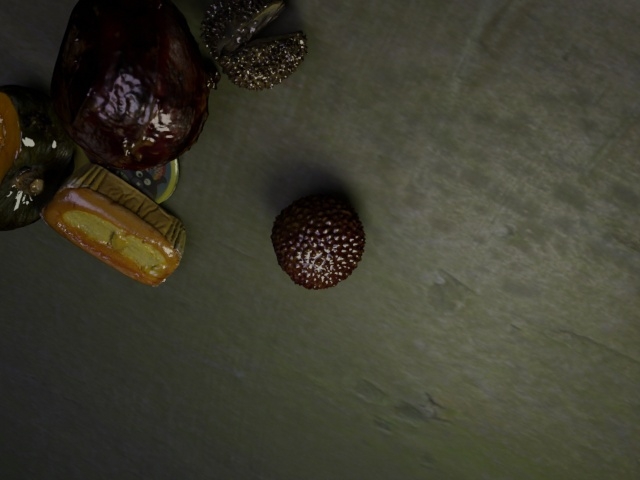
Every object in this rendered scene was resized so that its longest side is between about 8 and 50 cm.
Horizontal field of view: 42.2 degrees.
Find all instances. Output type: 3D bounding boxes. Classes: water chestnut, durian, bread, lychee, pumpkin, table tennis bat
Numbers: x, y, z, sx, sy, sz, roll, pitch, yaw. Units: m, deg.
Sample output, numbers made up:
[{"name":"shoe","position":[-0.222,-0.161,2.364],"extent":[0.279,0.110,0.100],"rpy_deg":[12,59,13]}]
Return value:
[{"name":"water chestnut","position":[-0.313,-0.289,1.497],"extent":[0.350,0.302,0.350],"rpy_deg":[2,93,52]},{"name":"durian","position":[-0.124,-0.353,1.479],"extent":[0.196,0.167,0.196],"rpy_deg":[15,113,39]},{"name":"bread","position":[-0.417,-0.028,1.711],"extent":[0.288,0.119,0.152],"rpy_deg":[36,130,-17]},{"name":"lychee","position":[0.000,0.000,1.584],"extent":[0.188,0.188,0.188],"rpy_deg":[8,117,15]},{"name":"pumpkin","position":[-0.620,-0.152,1.695],"extent":[0.222,0.139,0.317],"rpy_deg":[42,114,24]},{"name":"table tennis bat","position":[-0.460,-0.143,1.736],"extent":[0.369,0.054,0.224],"rpy_deg":[-19,113,24]}]
